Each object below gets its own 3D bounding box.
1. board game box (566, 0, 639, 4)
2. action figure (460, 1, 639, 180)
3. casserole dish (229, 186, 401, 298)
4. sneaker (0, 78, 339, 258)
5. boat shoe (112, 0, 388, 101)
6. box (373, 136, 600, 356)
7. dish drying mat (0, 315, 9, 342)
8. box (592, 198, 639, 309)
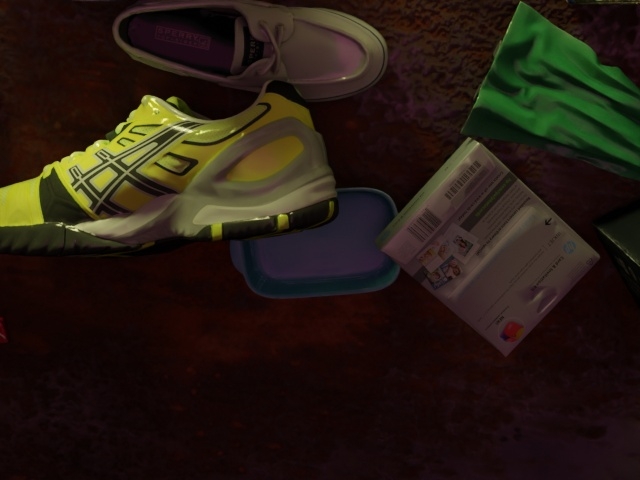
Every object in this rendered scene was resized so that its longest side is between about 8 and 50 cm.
[{"bbox_3d":[0.275,-0.318,0.684,0.141,0.291,0.232,-14,105,5],"label":"board game box"},{"bbox_3d":[0.270,-0.122,0.857,0.232,0.063,0.137,24,103,0],"label":"action figure"},{"bbox_3d":[0.000,0.000,0.917,0.188,0.037,0.114,-5,105,5],"label":"casserole dish"},{"bbox_3d":[-0.174,-0.061,0.863,0.385,0.145,0.147,-7,88,10],"label":"sneaker"},{"bbox_3d":[-0.067,-0.189,0.841,0.268,0.088,0.096,12,105,0],"label":"boat shoe"},{"bbox_3d":[0.171,0.009,0.890,0.186,0.038,0.145,39,98,-16],"label":"box"},{"bbox_3d":[-0.393,0.104,0.979,0.083,0.008,0.032,-7,106,4],"label":"dish drying mat"},{"bbox_3d":[0.504,0.092,0.828,0.294,0.212,0.395,-31,101,10],"label":"box"}]
